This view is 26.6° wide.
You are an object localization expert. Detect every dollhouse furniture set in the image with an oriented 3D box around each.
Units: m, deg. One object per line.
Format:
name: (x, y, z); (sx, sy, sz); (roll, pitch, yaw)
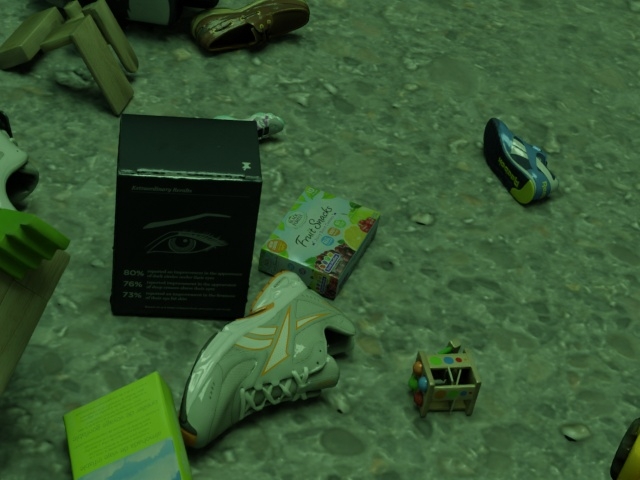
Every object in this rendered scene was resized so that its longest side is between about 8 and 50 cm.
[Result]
dollhouse furniture set: (-0.335, -0.240, 1.827); (0.151, 0.123, 0.144); (-13, 31, 27)

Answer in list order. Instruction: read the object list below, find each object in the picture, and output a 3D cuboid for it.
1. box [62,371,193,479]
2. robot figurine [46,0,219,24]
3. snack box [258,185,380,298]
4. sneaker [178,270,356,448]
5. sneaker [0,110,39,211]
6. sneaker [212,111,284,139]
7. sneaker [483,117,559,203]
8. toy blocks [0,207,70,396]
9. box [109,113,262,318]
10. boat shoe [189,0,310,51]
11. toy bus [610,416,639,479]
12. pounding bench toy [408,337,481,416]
box: (-0.178, 0.218, 1.273); (0.109, 0.042, 0.178); (-26, 45, 5)
robot figurine: (-0.277, -0.402, 1.916); (0.278, 0.209, 0.174); (8, 51, -1)
snack box: (0.000, 0.000, 1.614); (0.100, 0.037, 0.141); (20, 40, 12)
sneaker: (-0.048, 0.133, 1.403); (0.121, 0.099, 0.262); (29, 44, 13)
sneaker: (-0.409, -0.097, 1.587); (0.146, 0.122, 0.331); (9, 40, -25)
sneaker: (-0.093, -0.131, 1.752); (0.098, 0.038, 0.069); (-6, 43, -6)
sneaker: (0.264, -0.107, 1.795); (0.059, 0.053, 0.144); (-10, 53, -23)
toy blocks: (-0.410, 0.085, 1.260); (0.381, 0.191, 0.261); (11, 70, 41)
box: (-0.149, -0.024, 1.474); (0.153, 0.207, 0.108); (3, 40, -9)
boat shoe: (-0.095, -0.304, 1.937); (0.178, 0.064, 0.060); (-13, 51, -18)
toy bus: (0.294, 0.291, 1.208); (0.149, 0.220, 0.211); (28, 48, 23)
pounding bench toy: (0.128, 0.143, 1.464); (0.065, 0.052, 0.083); (0, 41, -13)
